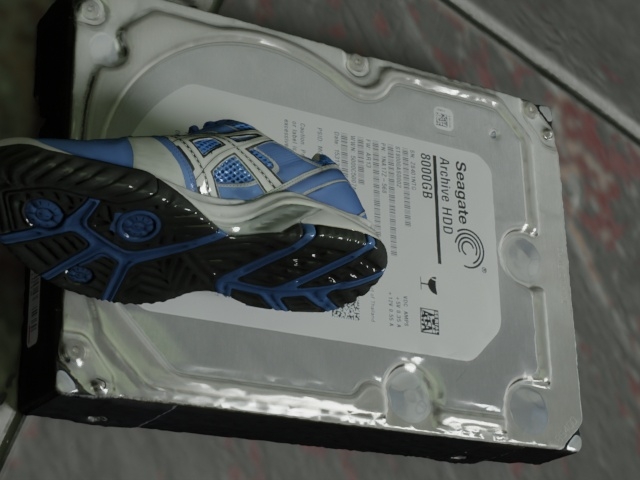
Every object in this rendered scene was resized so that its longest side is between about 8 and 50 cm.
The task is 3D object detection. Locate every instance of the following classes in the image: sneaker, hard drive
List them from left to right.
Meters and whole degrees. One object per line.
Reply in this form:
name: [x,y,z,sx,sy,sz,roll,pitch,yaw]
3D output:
sneaker: [-0.070,-0.018,0.701,0.211,0.080,0.081,12,44,-29]
hard drive: [0.000,0.000,0.816,0.339,0.064,0.236,12,66,-30]
